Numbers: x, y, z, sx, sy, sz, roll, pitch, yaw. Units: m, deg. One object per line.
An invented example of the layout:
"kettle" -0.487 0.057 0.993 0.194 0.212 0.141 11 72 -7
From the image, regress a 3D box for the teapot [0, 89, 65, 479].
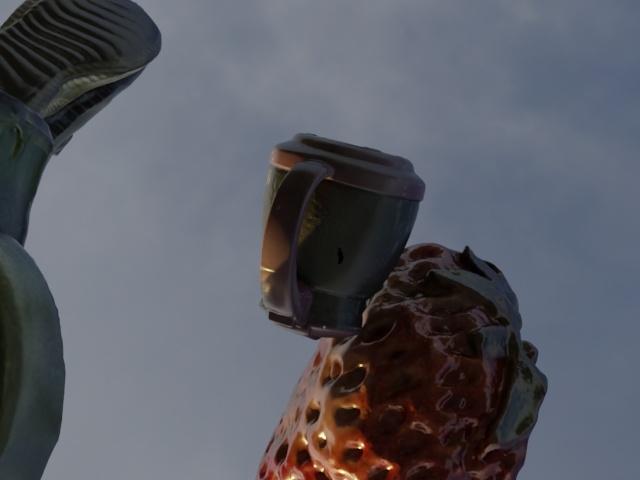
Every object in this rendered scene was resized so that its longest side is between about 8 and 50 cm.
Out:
"teapot" -0.214 0.065 0.857 0.270 0.200 0.337 -3 -108 43

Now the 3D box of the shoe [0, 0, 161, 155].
"shoe" -0.217 -0.109 1.465 0.099 0.227 0.112 39 -45 15

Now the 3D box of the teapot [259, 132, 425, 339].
"teapot" 0.009 0.002 1.394 0.116 0.148 0.146 14 -86 -7

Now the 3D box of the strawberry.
"strawberry" 0.033 0.153 1.540 0.336 0.149 0.265 -52 -154 31
